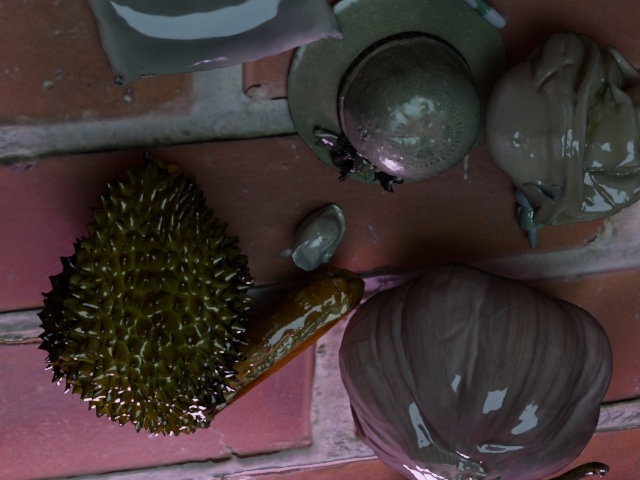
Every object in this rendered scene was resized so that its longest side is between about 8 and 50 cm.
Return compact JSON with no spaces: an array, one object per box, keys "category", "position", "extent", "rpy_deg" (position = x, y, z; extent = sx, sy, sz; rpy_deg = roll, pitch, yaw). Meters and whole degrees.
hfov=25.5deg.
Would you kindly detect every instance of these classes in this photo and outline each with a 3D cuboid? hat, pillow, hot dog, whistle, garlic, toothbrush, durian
[{"category":"hat","position":[0.098,-0.144,1.527],"extent":[0.257,0.130,0.257],"rpy_deg":[-6,122,-9]},{"category":"pillow","position":[-0.109,-0.246,1.444],"extent":[0.254,0.078,0.144],"rpy_deg":[-13,116,-4]},{"category":"hot dog","position":[-0.063,0.122,1.666],"extent":[0.269,0.115,0.072],"rpy_deg":[-37,94,8]},{"category":"whistle","position":[0.252,-0.034,1.688],"extent":[0.035,0.035,0.100],"rpy_deg":[-14,125,-5]},{"category":"garlic","position":[0.177,0.170,1.647],"extent":[0.317,0.259,0.317],"rpy_deg":[11,143,8]},{"category":"toothbrush","position":[0.107,-0.304,1.484],"extent":[0.257,0.018,0.024],"rpy_deg":[37,64,-26]},{"category":"durian","position":[-0.183,0.067,1.529],"extent":[0.258,0.258,0.293],"rpy_deg":[10,113,-19]}]

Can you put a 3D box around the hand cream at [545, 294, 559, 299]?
[{"category":"hand cream","position":[0.256,0.146,1.792],"extent":[0.095,0.046,0.175],"rpy_deg":[15,118,-22]}]

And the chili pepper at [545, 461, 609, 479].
[{"category":"chili pepper","position":[0.240,0.365,1.867],"extent":[0.338,0.134,0.131],"rpy_deg":[-36,137,14]}]

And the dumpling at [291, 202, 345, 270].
[{"category":"dumpling","position":[0.002,0.000,1.636],"extent":[0.052,0.076,0.057],"rpy_deg":[-30,119,34]}]

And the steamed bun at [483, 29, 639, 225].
[{"category":"steamed bun","position":[0.298,-0.120,1.537],"extent":[0.218,0.144,0.211],"rpy_deg":[54,53,-26]}]
